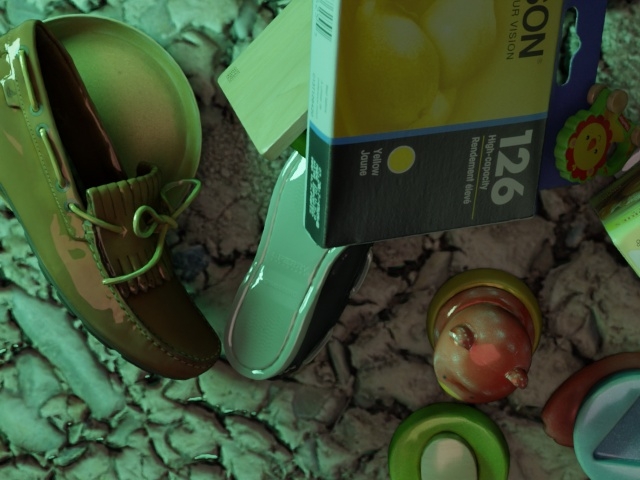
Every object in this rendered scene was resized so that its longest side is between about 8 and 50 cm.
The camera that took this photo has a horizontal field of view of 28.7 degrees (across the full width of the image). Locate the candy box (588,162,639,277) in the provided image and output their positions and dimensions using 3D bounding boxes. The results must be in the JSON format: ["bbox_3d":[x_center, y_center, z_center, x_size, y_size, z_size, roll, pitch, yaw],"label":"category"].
[{"bbox_3d":[0.403,-0.081,1.128,0.316,0.183,0.087,-36,99,12],"label":"candy box"}]

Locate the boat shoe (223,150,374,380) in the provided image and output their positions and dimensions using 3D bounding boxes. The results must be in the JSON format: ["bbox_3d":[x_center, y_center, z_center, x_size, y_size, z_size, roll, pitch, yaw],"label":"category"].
[{"bbox_3d":[0.000,0.000,1.260,0.114,0.091,0.303,35,102,21],"label":"boat shoe"}]

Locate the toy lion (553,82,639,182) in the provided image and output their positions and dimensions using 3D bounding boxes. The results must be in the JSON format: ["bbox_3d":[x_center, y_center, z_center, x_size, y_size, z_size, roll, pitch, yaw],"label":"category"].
[{"bbox_3d":[0.265,-0.094,1.198,0.096,0.034,0.100,-56,135,-5],"label":"toy lion"}]

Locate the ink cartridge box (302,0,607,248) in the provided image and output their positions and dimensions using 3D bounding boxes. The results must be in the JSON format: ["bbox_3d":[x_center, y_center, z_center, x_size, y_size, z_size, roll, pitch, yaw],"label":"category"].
[{"bbox_3d":[0.138,-0.153,1.117,0.307,0.072,0.304,-9,120,-19],"label":"ink cartridge box"}]

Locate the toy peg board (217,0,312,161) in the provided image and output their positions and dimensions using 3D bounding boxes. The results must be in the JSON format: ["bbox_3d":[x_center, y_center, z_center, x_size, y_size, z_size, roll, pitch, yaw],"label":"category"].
[{"bbox_3d":[0.001,-0.155,1.201,0.161,0.161,0.079,-44,127,10],"label":"toy peg board"}]

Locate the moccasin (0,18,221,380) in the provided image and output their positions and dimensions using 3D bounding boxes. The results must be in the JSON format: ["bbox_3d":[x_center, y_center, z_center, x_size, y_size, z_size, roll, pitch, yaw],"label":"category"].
[{"bbox_3d":[-0.206,-0.036,1.220,0.147,0.139,0.380,-29,91,20],"label":"moccasin"}]

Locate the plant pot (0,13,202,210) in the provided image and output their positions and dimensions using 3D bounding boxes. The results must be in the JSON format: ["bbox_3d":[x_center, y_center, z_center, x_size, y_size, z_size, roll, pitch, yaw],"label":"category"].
[{"bbox_3d":[-0.235,-0.113,1.281,0.236,0.032,0.236,1,105,4],"label":"plant pot"}]

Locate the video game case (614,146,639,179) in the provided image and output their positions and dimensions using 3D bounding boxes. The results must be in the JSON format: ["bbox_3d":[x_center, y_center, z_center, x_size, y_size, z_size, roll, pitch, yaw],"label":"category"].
[{"bbox_3d":[0.415,-0.068,1.237,0.190,0.022,0.173,-41,97,13],"label":"video game case"}]

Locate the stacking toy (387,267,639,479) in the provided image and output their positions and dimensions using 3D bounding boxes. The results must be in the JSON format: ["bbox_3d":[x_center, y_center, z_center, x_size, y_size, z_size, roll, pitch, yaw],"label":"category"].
[{"bbox_3d":[0.217,0.211,1.270,0.309,0.130,0.280,25,105,-1],"label":"stacking toy"}]
